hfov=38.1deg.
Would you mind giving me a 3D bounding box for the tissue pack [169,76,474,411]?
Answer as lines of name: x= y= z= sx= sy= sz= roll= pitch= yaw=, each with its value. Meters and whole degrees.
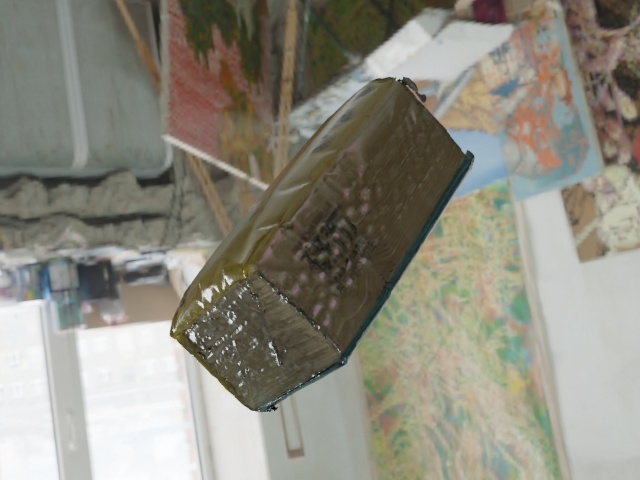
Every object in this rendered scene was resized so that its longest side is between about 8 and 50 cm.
tissue pack: x=0.000 y=0.000 z=0.845 sx=0.271 sy=0.134 sz=0.192 roll=-54 pitch=-170 yaw=-36
